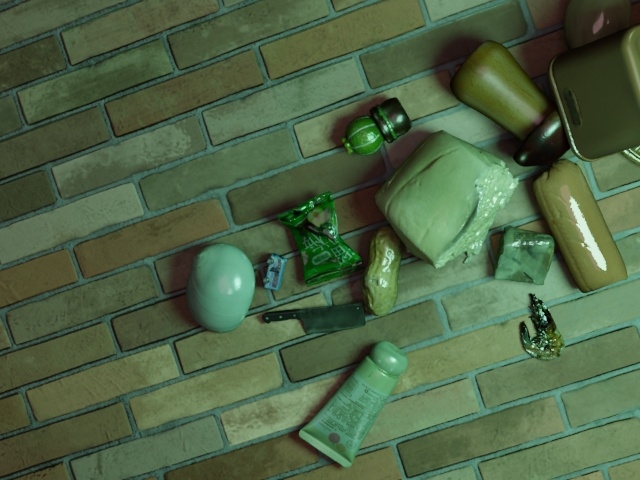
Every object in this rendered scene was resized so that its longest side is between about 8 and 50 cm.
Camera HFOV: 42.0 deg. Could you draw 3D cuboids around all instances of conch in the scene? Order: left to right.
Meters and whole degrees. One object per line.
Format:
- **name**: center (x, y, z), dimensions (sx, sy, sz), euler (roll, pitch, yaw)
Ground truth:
- **conch**: center (-0.246, 0.116, 1.969), dimensions (0.185, 0.121, 0.221), euler (8, 99, 35)

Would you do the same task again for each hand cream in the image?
- **hand cream**: center (0.090, 0.376, 1.948), dimensions (0.147, 0.093, 0.306), euler (34, 97, -2)

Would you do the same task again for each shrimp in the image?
- **shrimp**: center (0.503, 0.203, 1.927), dimensions (0.091, 0.034, 0.161), euler (-21, 91, 7)

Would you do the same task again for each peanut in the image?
- **peanut**: center (0.144, 0.072, 1.930), dimensions (0.099, 0.099, 0.214), euler (14, 89, 5)

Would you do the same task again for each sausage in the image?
- **sausage**: center (0.575, -0.033, 1.867), dimensions (0.121, 0.121, 0.304), euler (-25, 89, 6)

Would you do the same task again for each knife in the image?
- **knife**: center (-0.016, 0.190, 1.979), dimensions (0.245, 0.019, 0.072), euler (-5, 111, 11)

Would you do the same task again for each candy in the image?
- **candy**: center (0.002, -0.002, 1.950), dimensions (0.141, 0.078, 0.203), euler (-19, 102, 17)

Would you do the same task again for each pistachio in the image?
- **pistachio**: center (0.613, -0.494, 1.841), dimensions (0.144, 0.144, 0.215), euler (9, 88, 5)

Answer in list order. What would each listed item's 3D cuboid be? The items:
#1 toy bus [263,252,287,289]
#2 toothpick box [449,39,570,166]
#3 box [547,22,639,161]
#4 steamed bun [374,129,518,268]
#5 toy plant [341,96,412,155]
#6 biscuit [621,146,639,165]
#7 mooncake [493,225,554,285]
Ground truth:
- **toy bus**: center (-0.109, 0.074, 1.980), dimensions (0.046, 0.038, 0.083), euler (13, 95, 0)
- **toothpick box**: center (0.437, -0.298, 1.841), dimensions (0.294, 0.192, 0.192), euler (43, 96, 7)
- **box**: center (0.683, -0.325, 1.682), dimensions (0.339, 0.229, 0.239), euler (-19, 92, -20)
- **steamed bun**: center (0.278, -0.092, 1.824), dimensions (0.273, 0.272, 0.290), euler (35, 92, 4)
- **toy plant**: center (0.125, -0.256, 1.919), dimensions (0.162, 0.093, 0.093), euler (-32, 89, 9)
- **biscuit**: center (0.764, -0.293, 1.876), dimensions (0.273, 0.049, 0.257), euler (39, 95, 1)
- **mooncake**: center (0.463, 0.033, 1.893), dimensions (0.125, 0.073, 0.130), euler (9, 123, 2)
